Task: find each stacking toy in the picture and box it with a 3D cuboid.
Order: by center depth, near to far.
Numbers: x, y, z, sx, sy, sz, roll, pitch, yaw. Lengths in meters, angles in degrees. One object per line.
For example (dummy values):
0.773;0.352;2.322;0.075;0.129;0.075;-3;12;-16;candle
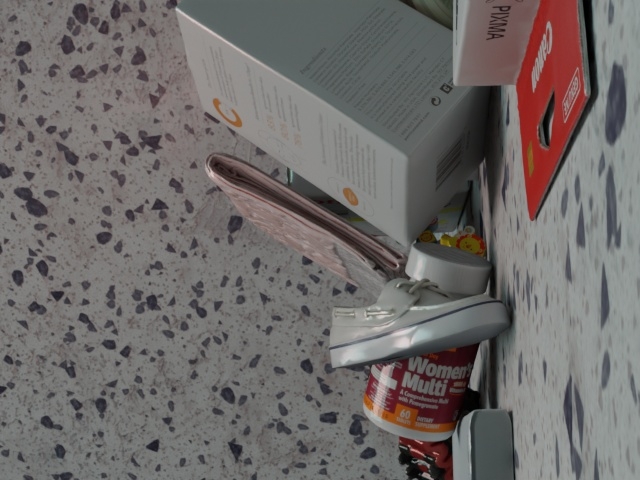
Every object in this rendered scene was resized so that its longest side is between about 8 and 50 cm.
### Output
0.156;-0.008;1.469;0.167;0.052;0.221;84;160;-53;stacking toy

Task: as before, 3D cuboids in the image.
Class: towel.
0.000;0.000;1.569;0.053;0.317;0.332;-57;-16;-7;towel

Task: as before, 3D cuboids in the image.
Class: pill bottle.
0.133;0.122;1.303;0.121;0.121;0.221;-75;-2;-78;pill bottle

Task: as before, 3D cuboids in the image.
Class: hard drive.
0.188;0.324;1.256;0.353;0.047;0.233;73;-164;-78;hard drive

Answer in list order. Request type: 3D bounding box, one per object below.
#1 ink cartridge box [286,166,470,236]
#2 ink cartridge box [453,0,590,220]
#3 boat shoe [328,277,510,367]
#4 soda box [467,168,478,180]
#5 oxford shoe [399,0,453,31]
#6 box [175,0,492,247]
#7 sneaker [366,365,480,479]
0.092;-0.112;1.747;0.385;0.279;0.160;69;-161;-80;ink cartridge box
0.139;-0.176;0.798;0.296;0.066;0.261;74;-164;-75;ink cartridge box
0.100;0.083;1.185;0.267;0.096;0.088;-24;70;56;boat shoe
0.177;-0.192;1.436;0.074;0.069;0.216;-84;-9;-68;soda box
0.111;-0.442;1.338;0.130;0.169;0.449;-25;60;47;oxford shoe
0.019;-0.186;1.292;0.168;0.345;0.215;-48;-21;-19;box
0.151;0.221;1.483;0.135;0.097;0.276;-42;-52;-26;sneaker
